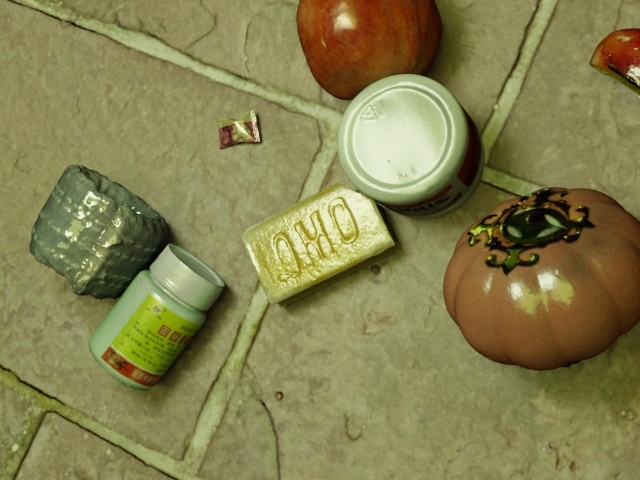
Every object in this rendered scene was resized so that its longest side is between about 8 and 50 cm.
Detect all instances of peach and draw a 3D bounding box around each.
[{"bbox_3d":[0.069,-0.358,1.652,0.233,0.232,0.256,-9,88,17],"label":"peach"},{"bbox_3d":[0.492,-0.269,1.568,0.092,0.127,0.172,-54,45,13],"label":"peach"}]

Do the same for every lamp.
[{"bbox_3d":[0.334,0.066,1.495,0.306,0.305,0.239,-21,121,14],"label":"lamp"}]

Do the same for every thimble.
[{"bbox_3d":[-0.377,-0.009,1.747,0.205,0.236,0.172,32,92,-13],"label":"thimble"}]

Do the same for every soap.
[{"bbox_3d":[0.000,0.000,1.704,0.232,0.073,0.140,-26,80,12],"label":"soap"}]

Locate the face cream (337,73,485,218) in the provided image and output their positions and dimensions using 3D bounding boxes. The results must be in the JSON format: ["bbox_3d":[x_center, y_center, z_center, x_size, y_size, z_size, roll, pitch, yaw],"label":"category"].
[{"bbox_3d":[0.145,-0.142,1.614,0.201,0.187,0.200,-2,82,18],"label":"face cream"}]

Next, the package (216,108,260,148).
[{"bbox_3d":[-0.146,-0.194,1.803,0.083,0.029,0.059,-9,87,28],"label":"package"}]

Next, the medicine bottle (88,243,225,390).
[{"bbox_3d":[-0.276,0.129,1.743,0.139,0.139,0.225,39,96,19],"label":"medicine bottle"}]
